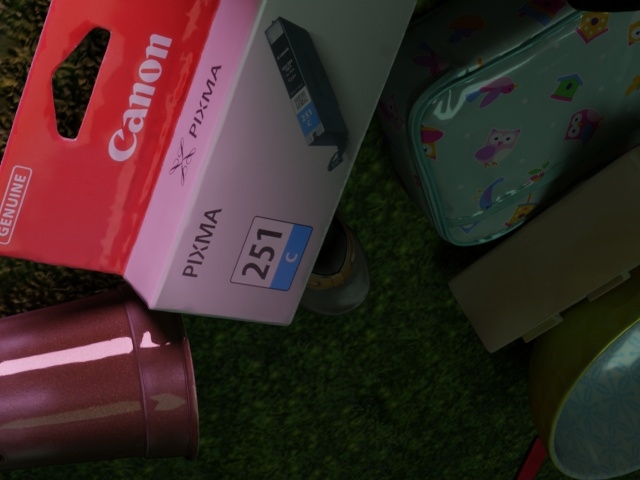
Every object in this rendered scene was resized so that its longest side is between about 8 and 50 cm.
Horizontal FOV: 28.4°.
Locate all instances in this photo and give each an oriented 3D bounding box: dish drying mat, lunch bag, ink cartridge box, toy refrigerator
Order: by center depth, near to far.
[{"bbox_3d":[-0.090,-0.090,0.956,0.261,0.066,0.296,11,107,-36],"label":"ink cartridge box"},{"bbox_3d":[0.193,-0.129,1.121,0.279,0.108,0.224,-29,136,-7],"label":"lunch bag"},{"bbox_3d":[0.248,0.007,1.174,0.102,0.094,0.269,-23,169,-40],"label":"toy refrigerator"},{"bbox_3d":[0.270,0.275,1.591,0.032,0.008,0.083,-3,127,-31],"label":"dish drying mat"}]

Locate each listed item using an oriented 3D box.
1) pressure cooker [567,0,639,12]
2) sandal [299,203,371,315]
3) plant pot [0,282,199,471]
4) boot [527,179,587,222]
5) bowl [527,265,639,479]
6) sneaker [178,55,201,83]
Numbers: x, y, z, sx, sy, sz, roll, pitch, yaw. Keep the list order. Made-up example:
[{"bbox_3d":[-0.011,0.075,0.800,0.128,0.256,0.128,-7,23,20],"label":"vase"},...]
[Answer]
[{"bbox_3d":[0.114,-0.353,0.704,0.420,0.375,0.370,-7,145,-27],"label":"pressure cooker"},{"bbox_3d":[0.000,0.000,1.149,0.090,0.060,0.219,-25,135,-11],"label":"sandal"},{"bbox_3d":[-0.201,0.118,1.068,0.165,0.167,0.167,-8,131,-15],"label":"plant pot"},{"bbox_3d":[0.254,-0.058,1.276,0.118,0.042,0.087,-33,143,-1],"label":"boot"},{"bbox_3d":[0.330,0.105,1.371,0.289,0.156,0.289,-18,136,-18],"label":"bowl"},{"bbox_3d":[-0.080,-0.129,1.004,0.044,0.040,0.109,-50,135,12],"label":"sneaker"}]
